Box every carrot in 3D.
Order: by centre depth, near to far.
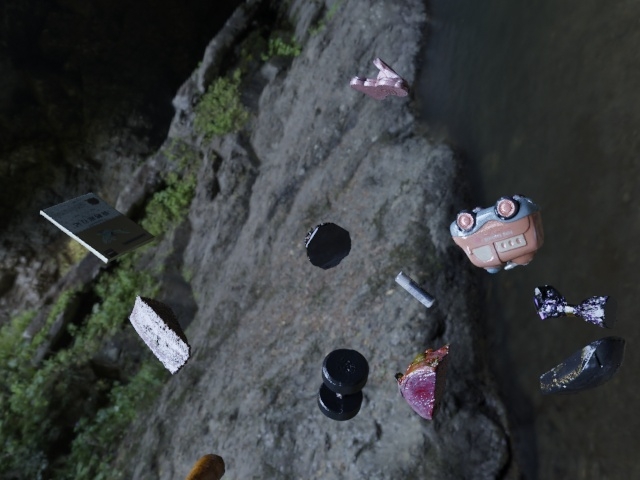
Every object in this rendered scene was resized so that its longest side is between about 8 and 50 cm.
[{"bbox_3d":[-0.268,0.531,1.295,0.205,0.072,0.072,47,-123,-83],"label":"carrot"}]

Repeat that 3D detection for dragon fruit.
[{"bbox_3d":[0.207,0.280,1.203,0.102,0.096,0.147,-21,-59,-54],"label":"dragon fruit"}]

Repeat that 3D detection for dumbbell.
[{"bbox_3d":[0.073,0.474,1.925,0.152,0.152,0.218,-83,0,-47],"label":"dumbbell"}]

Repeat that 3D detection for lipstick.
[{"bbox_3d":[0.304,0.157,1.874,0.040,0.141,0.040,-50,-4,-4],"label":"lipstick"}]

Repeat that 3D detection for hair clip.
[{"bbox_3d":[0.165,-0.406,1.547,0.102,0.123,0.138,-54,52,21],"label":"hair clip"}]

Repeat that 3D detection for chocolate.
[{"bbox_3d":[0.449,0.121,1.046,0.072,0.070,0.147,-35,20,-29],"label":"chocolate"},{"bbox_3d":[0.000,0.000,1.783,0.133,0.156,0.156,38,114,55],"label":"chocolate"}]

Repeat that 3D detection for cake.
[{"bbox_3d":[-0.510,0.307,1.925,0.295,0.113,0.116,44,108,32],"label":"cake"}]

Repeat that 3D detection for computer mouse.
[{"bbox_3d":[0.561,0.275,1.232,0.217,0.122,0.073,119,140,-50],"label":"computer mouse"}]

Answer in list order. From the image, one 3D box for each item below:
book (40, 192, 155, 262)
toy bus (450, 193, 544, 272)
[{"bbox_3d":[-0.743,-0.050,1.967,0.217,0.310,0.021,-36,-27,-54],"label":"book"},{"bbox_3d":[0.580,-0.020,1.889,0.194,0.288,0.232,-18,-93,-60],"label":"toy bus"}]
